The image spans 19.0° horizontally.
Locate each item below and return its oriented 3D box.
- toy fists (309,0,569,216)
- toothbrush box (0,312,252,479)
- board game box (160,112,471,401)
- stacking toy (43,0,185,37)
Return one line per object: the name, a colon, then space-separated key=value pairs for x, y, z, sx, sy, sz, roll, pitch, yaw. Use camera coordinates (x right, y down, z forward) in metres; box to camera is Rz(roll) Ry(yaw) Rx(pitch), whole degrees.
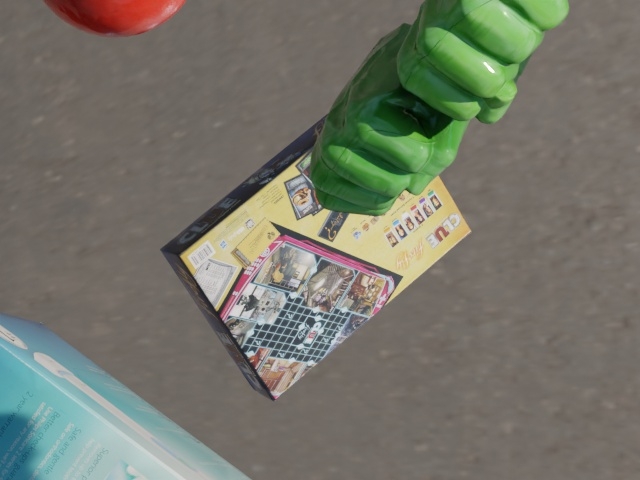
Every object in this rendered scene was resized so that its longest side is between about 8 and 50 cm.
toy fists: x=0.085 y=-0.118 z=1.382 sx=0.096 sy=0.279 sz=0.142 roll=40 pitch=43 yaw=-5
toothbrush box: x=-0.117 y=0.173 z=1.145 sx=0.295 sy=0.216 sz=0.126 roll=34 pitch=89 yaw=9
board game box: x=0.000 y=0.000 z=1.676 sx=0.243 sy=0.042 sz=0.165 roll=-39 pitch=114 yaw=-18
stacking toy: x=-0.140 y=-0.209 z=0.871 sx=0.141 sy=0.330 sz=0.141 roll=-9 pitch=60 yaw=17
